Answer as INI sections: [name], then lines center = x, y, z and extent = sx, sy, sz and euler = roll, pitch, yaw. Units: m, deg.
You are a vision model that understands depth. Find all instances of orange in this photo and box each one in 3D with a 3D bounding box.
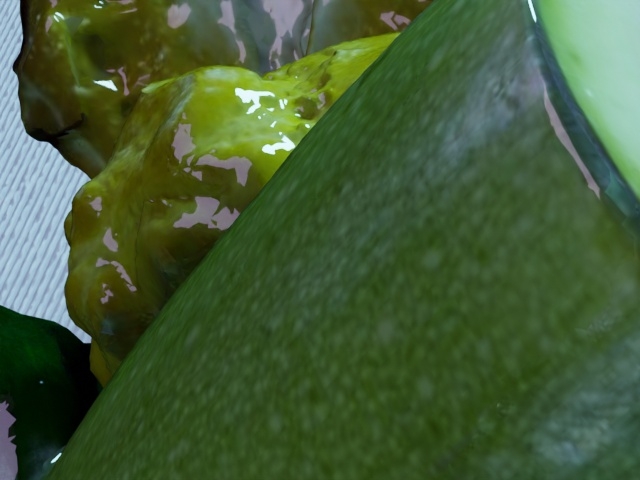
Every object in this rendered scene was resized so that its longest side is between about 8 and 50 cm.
[orange]
center = 0.016, -0.149, 1.095
extent = 0.368, 0.271, 0.210
euler = -4, 10, 26

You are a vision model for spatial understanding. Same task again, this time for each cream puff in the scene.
[cream puff]
center = 0.000, 0.001, 0.945
extent = 0.282, 0.282, 0.185
euler = -32, 43, 19

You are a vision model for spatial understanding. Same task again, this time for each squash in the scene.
[squash]
center = 0.062, 0.079, 0.706
extent = 0.384, 0.263, 0.263
euler = -47, 27, 38

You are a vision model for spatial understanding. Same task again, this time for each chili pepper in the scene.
[chili pepper]
center = -0.149, 0.170, 1.009
extent = 0.165, 0.174, 0.261
euler = -21, 63, 29
